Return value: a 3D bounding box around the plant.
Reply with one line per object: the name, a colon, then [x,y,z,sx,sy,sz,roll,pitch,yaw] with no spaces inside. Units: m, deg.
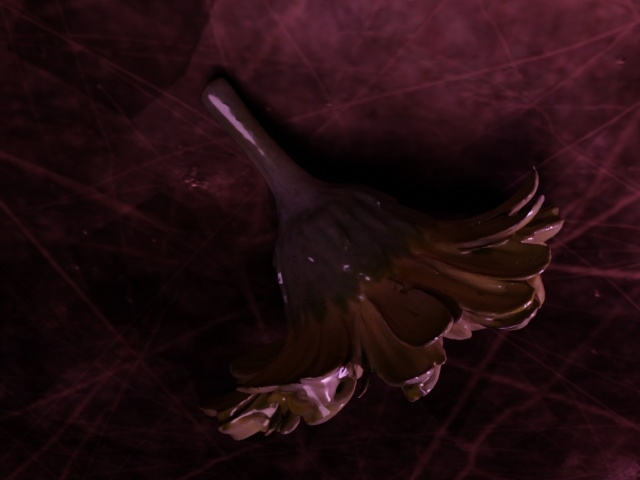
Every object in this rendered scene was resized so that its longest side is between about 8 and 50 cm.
plant: [0.019,0.032,1.022,0.306,0.297,0.261,-40,153,-11]
